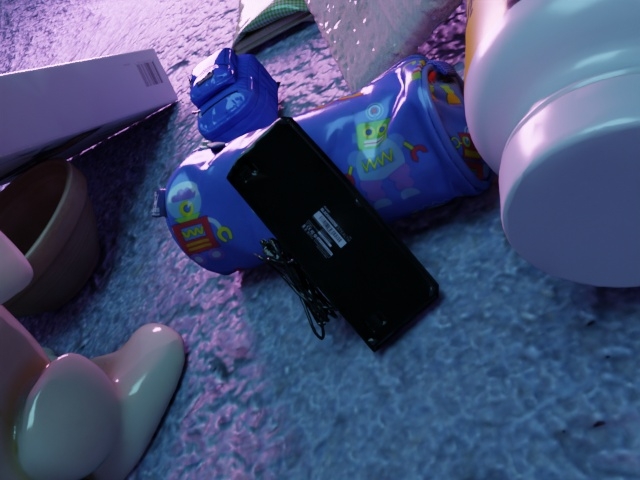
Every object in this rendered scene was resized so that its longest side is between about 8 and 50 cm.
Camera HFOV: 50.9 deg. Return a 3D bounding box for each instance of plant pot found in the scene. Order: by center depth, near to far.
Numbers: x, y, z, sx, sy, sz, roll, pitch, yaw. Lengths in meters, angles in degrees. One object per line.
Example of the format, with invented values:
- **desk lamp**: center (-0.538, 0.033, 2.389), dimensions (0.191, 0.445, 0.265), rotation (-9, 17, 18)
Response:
- **plant pot**: center (-0.369, 0.017, 0.871), dimensions (0.237, 0.110, 0.237), rotation (-24, 42, 23)

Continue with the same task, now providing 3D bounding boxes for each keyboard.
- **keyboard**: center (0.000, 0.000, 0.544), dimensions (0.100, 0.038, 0.192), rotation (-40, 83, 5)

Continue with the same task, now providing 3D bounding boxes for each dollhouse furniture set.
- **dollhouse furniture set**: center (-0.036, -0.421, 0.944), dimensions (0.301, 0.151, 0.198), rotation (-20, 44, 28)

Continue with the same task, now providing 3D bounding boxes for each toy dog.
- **toy dog**: center (-0.388, 0.127, 0.547), dimensions (0.284, 0.408, 0.396), rotation (-7, 51, 38)

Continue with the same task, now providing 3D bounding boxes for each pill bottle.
- **pill bottle**: center (0.194, -0.144, 0.459), dimensions (0.187, 0.188, 0.334), rotation (-16, 46, 31)

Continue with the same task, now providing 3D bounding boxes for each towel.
- **towel**: center (0.056, -0.301, 0.745), dimensions (0.187, 0.049, 0.282), rotation (-49, 49, 37)

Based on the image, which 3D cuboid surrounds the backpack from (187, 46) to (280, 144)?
- **backpack**: center (-0.110, -0.164, 0.819), dimensions (0.098, 0.101, 0.120), rotation (-33, 43, 24)

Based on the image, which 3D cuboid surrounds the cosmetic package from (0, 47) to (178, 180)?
- **cosmetic package**: center (-0.417, -0.149, 0.938), dimensions (0.284, 0.098, 0.377), rotation (-18, 13, 27)

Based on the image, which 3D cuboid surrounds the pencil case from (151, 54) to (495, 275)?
- **pencil case**: center (-0.003, -0.063, 0.608), dimensions (0.306, 0.133, 0.119), rotation (-17, 5, 28)
